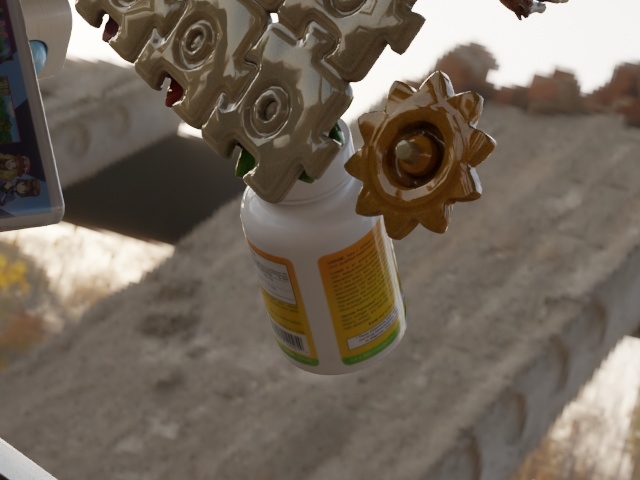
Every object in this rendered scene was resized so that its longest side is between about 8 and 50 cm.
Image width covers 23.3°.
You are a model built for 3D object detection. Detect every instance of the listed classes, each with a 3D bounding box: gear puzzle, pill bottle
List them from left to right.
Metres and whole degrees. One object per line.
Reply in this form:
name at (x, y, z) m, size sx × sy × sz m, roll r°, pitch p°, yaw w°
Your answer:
gear puzzle at (-0.008, -0.119, 0.864) m, size 0.044 × 0.175 × 0.339 m, roll 20°, pitch 19°, yaw -48°
pill bottle at (0.000, 0.000, 1.489) m, size 0.136 × 0.136 × 0.245 m, roll 12°, pitch -43°, yaw 27°

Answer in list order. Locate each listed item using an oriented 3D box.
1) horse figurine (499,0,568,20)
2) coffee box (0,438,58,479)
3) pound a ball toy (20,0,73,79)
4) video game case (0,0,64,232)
horse figurine at (0.230, -0.388, 1.993) m, size 0.174 × 0.263 × 0.066 m, roll -15°, pitch -17°, yaw -46°
coffee box at (-0.290, 0.313, 1.545) m, size 0.246 × 0.141 × 0.098 m, roll 42°, pitch 4°, yaw -21°
pound a ball toy at (-0.431, -0.235, 1.712) m, size 0.319 × 0.135 × 0.208 m, roll -20°, pitch -28°, yaw -34°
video game case at (-0.245, -0.090, 0.821) m, size 0.183 × 0.201 × 0.023 m, roll -8°, pitch -21°, yaw -19°
